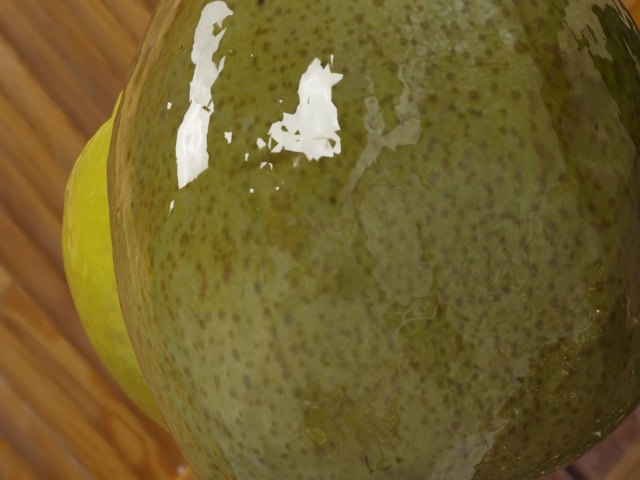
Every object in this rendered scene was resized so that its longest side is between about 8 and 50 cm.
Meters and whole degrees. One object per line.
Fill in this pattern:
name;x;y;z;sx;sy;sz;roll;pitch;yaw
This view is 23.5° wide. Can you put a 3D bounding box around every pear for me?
pear;0.024;-0.017;0.528;0.188;0.228;0.211;-14;92;23

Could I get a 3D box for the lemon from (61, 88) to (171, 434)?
lemon;0.000;0.000;1.022;0.348;0.348;0.348;35;154;20
